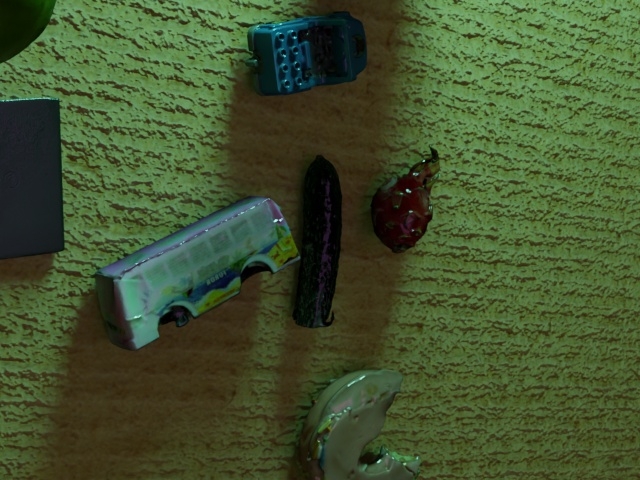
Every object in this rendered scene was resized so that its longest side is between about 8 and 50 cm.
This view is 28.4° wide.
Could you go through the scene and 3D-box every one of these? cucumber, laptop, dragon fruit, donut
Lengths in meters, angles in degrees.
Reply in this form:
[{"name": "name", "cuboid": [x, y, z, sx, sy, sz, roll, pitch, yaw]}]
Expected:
[{"name": "cucumber", "cuboid": [0.001, 0.000, 1.811, 0.067, 0.067, 0.245, 1, 99, -37]}, {"name": "laptop", "cuboid": [-0.377, -0.074, 1.538, 0.135, 0.016, 0.197, -7, 104, -35]}, {"name": "dragon fruit", "cuboid": [0.128, -0.069, 1.887, 0.094, 0.094, 0.191, 46, 51, -35]}, {"name": "donut", "cuboid": [0.050, 0.310, 1.910, 0.199, 0.085, 0.233, -26, 116, -31]}]

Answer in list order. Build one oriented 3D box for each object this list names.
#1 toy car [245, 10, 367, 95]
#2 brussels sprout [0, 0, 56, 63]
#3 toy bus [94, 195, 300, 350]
[{"name": "toy car", "cuboid": [-0.006, -0.254, 1.717, 0.191, 0.100, 0.097, -18, 108, -37]}, {"name": "brussels sprout", "cuboid": [-0.430, -0.332, 1.271, 0.354, 0.281, 0.289, 9, 114, -17]}, {"name": "toy bus", "cuboid": [-0.166, 0.040, 1.678, 0.274, 0.090, 0.112, -29, 110, -28]}]
